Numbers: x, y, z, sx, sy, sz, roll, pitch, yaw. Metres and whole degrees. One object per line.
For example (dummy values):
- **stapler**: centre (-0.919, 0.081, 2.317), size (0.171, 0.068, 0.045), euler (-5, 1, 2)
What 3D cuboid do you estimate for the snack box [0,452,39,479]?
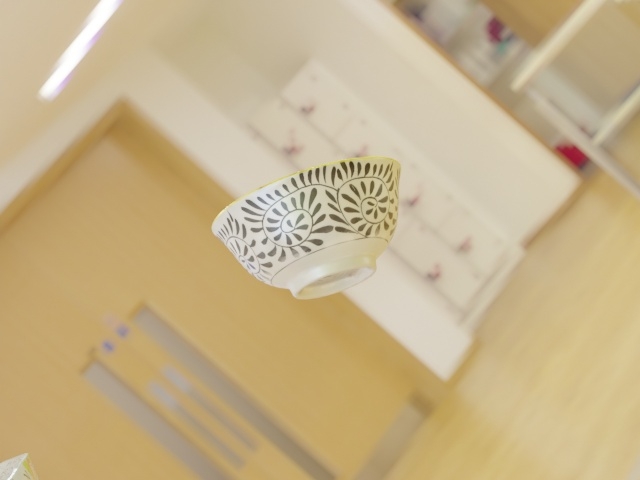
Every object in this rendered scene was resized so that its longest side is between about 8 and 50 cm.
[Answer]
- **snack box**: centre (-0.223, 0.222, 1.454), size (0.037, 0.100, 0.141), euler (-21, 5, 1)

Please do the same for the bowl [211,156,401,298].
- **bowl**: centre (0.000, 0.000, 1.643), size (0.170, 0.080, 0.170), euler (-17, -14, -4)
